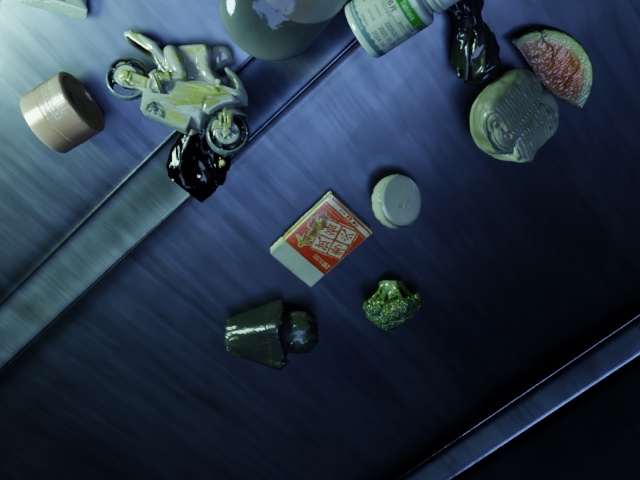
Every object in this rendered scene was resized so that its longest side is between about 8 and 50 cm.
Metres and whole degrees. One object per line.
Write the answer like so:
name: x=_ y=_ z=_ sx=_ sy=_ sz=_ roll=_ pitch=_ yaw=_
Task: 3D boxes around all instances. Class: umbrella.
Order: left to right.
umbrella: x=0.314 y=-0.510 z=1.356 sx=0.118 sy=0.118 sz=0.340 roll=-21 pitch=109 yaw=5

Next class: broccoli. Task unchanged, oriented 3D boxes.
broccoli: x=0.199 y=0.178 z=1.686 sx=0.162 sy=0.146 sz=0.137 roll=0 pitch=87 yaw=10

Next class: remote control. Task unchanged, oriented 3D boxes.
remote control: x=-0.064 y=-0.533 z=1.293 sx=0.221 sy=0.103 sz=0.332 roll=38 pitch=109 yaw=-18

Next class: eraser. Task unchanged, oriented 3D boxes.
eraser: x=0.000 y=0.000 z=1.617 sx=0.230 sy=0.038 sz=0.157 roll=-43 pitch=114 yaw=15

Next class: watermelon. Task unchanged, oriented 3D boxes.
watermelon: x=0.551 y=-0.417 z=1.432 sx=0.245 sy=0.063 sz=0.119 roll=36 pitch=103 yaw=-20

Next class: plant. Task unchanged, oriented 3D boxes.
plant: x=-0.131 y=0.258 z=1.683 sx=0.256 sy=0.141 sz=0.164 roll=-6 pitch=117 yaw=1

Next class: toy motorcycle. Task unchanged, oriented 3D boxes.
toy motorcycle: x=-0.287 y=-0.343 z=1.347 sx=0.341 sy=0.108 sz=0.222 roll=26 pitch=85 yaw=-5

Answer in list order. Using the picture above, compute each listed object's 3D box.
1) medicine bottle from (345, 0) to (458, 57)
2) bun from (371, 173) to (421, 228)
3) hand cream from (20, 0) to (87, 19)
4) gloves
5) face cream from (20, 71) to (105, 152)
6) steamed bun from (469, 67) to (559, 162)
medicine bottle: x=0.180 y=-0.499 z=1.287 sx=0.237 sy=0.139 sz=0.139 roll=-26 pitch=118 yaw=26
bun: x=0.180 y=-0.097 z=1.557 sx=0.138 sy=0.094 sz=0.138 roll=-1 pitch=91 yaw=-31
hand cream: x=-0.517 y=-0.604 z=1.220 sx=0.140 sy=0.089 sz=0.314 roll=15 pitch=119 yaw=-12
gloves: x=-0.266 y=-0.205 z=1.439 sx=0.203 sy=0.124 sz=0.164 roll=-50 pitch=123 yaw=0
face cream: x=-0.561 y=-0.279 z=1.349 sx=0.104 sy=0.149 sz=0.149 roll=-29 pitch=117 yaw=8
steamed bun: x=0.439 y=-0.288 z=1.456 sx=0.211 sy=0.144 sz=0.218 roll=46 pitch=73 yaw=-30
